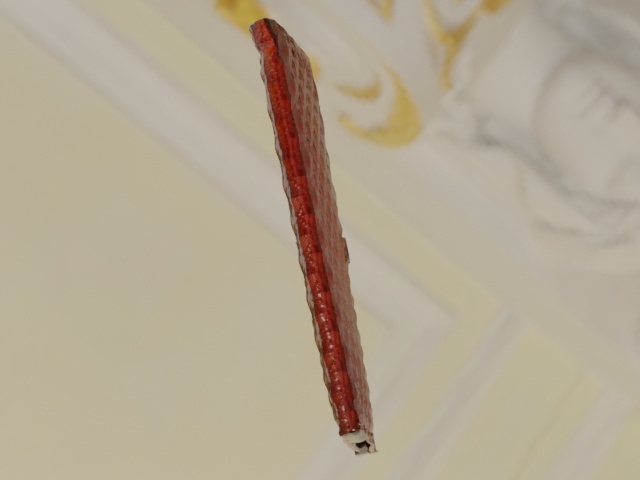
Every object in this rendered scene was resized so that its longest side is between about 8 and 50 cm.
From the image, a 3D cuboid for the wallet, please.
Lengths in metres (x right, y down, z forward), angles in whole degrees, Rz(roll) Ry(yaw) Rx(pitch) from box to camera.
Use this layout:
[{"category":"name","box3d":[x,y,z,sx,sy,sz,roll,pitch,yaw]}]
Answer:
[{"category":"wallet","box3d":[0.000,0.000,0.933,0.020,0.103,0.197,-12,-103,7]}]
